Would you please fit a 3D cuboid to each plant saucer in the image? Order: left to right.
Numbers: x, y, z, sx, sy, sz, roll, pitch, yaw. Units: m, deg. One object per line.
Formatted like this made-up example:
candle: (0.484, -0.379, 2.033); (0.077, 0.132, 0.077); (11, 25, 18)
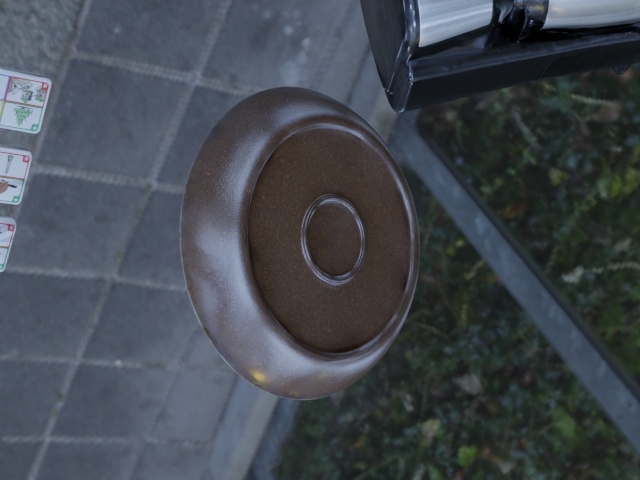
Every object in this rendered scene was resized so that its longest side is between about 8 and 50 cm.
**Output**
plant saucer: (0.000, 0.000, 1.130); (0.310, 0.050, 0.311); (6, 81, -43)

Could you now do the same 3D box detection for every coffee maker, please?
coffee maker: (0.119, -0.138, 0.700); (0.178, 0.120, 0.171); (-11, 141, -5)

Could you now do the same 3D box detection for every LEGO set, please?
LEGO set: (-0.362, -0.073, 0.951); (0.244, 0.060, 0.182); (6, 107, -38)
